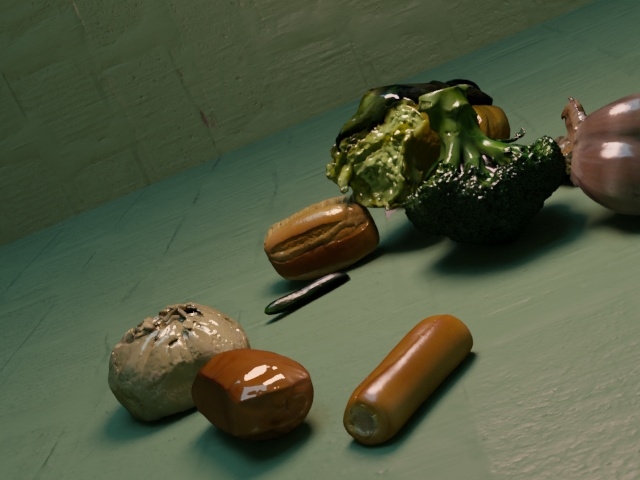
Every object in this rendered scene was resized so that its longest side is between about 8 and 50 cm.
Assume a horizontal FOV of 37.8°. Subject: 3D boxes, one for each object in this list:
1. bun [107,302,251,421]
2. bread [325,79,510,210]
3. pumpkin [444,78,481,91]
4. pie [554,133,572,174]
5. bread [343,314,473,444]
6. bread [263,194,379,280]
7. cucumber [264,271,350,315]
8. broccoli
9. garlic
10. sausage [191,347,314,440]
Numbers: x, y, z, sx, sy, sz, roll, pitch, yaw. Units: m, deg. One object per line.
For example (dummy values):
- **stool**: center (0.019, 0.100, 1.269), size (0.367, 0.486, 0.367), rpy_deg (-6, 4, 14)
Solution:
- **bun**: center (-0.257, 0.194, 1.636), size (0.259, 0.152, 0.259), rpy_deg (-22, 18, 8)
- **bread**: center (0.220, -0.186, 1.888), size (0.376, 0.251, 0.208), rpy_deg (-9, 40, -44)
- **pumpkin**: center (0.349, -0.341, 2.483), size (0.194, 0.150, 0.194), rpy_deg (-31, 8, 5)
- **pie**: center (0.603, -0.206, 1.841), size (0.337, 0.075, 0.337), rpy_deg (-21, 11, 4)
- **bread**: center (0.119, 0.183, 1.280), size (0.092, 0.074, 0.239), rpy_deg (-2, 27, 42)
- **bread**: center (0.000, 0.000, 1.907), size (0.236, 0.140, 0.106), rpy_deg (-22, 19, 12)
- **cucumber**: center (-0.027, 0.103, 1.813), size (0.184, 0.033, 0.036), rpy_deg (-27, -5, -17)
- **broccoli**: center (0.285, -0.133, 1.647), size (0.297, 0.297, 0.297), rpy_deg (-18, 4, 1)
- **garlic**: center (0.535, -0.147, 1.545), size (0.292, 0.210, 0.237), rpy_deg (9, 5, 19)
- **sausage**: center (-0.105, 0.224, 1.381), size (0.136, 0.120, 0.241), rpy_deg (-16, 10, -31)
